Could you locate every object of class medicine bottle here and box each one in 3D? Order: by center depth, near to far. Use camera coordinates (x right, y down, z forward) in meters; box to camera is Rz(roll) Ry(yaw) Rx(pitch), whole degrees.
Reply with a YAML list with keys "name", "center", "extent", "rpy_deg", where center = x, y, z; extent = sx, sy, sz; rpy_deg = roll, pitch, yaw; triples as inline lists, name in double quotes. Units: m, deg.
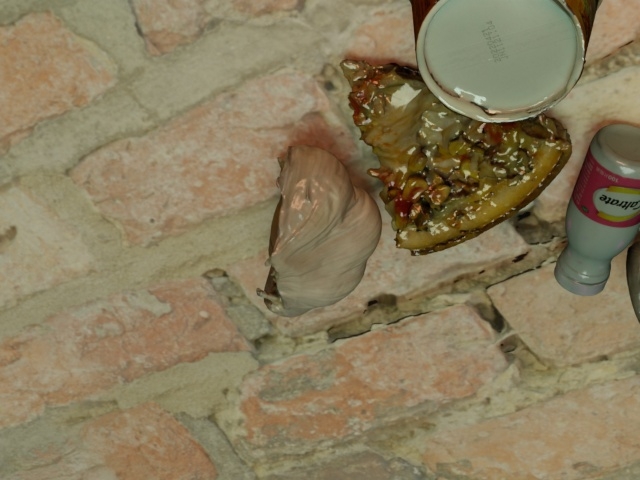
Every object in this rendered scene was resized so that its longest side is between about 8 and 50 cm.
- name: "medicine bottle"
  center: [0.342, -0.032, 1.708]
  extent: [0.091, 0.090, 0.216]
  rpy_deg: [12, 131, 0]

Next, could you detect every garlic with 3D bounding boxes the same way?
- name: "garlic"
  center: [0.000, 0.000, 1.737]
  extent: [0.143, 0.178, 0.229]
  rpy_deg: [11, 134, -3]

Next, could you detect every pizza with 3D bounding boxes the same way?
- name: "pizza"
  center: [0.167, -0.112, 1.685]
  extent: [0.251, 0.074, 0.287]
  rpy_deg: [-15, 128, 17]

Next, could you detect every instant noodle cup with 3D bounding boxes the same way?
- name: "instant noodle cup"
  center: [0.191, -0.246, 1.494]
  extent: [0.230, 0.182, 0.230]
  rpy_deg: [5, 130, 6]

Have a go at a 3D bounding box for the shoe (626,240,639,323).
- name: "shoe"
  center: [0.501, 0.094, 1.771]
  extent: [0.291, 0.114, 0.137]
  rpy_deg: [34, 132, -22]
